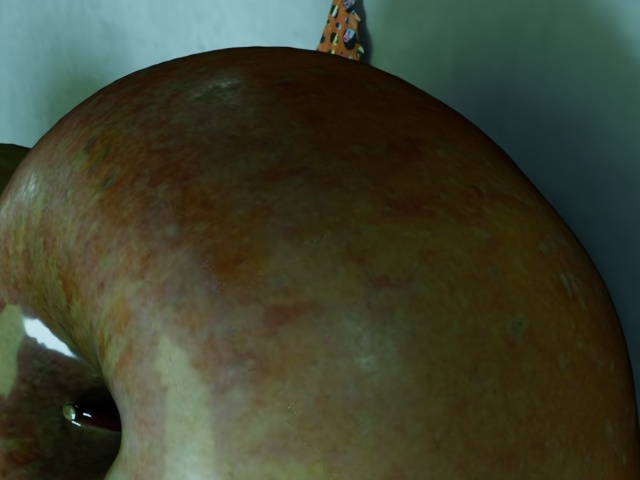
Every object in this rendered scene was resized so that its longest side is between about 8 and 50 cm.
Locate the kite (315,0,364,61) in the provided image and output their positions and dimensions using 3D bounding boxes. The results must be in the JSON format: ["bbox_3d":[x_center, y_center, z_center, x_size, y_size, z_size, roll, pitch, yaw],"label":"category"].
[{"bbox_3d":[0.001,0.000,0.749,0.125,0.008,0.222,-6,95,59],"label":"kite"}]

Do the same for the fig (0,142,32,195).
[{"bbox_3d":[-0.114,0.080,0.823,0.321,0.217,0.217,25,123,29],"label":"fig"}]

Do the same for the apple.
[{"bbox_3d":[-0.005,0.062,0.595,0.253,0.253,0.253,25,121,53],"label":"apple"}]
